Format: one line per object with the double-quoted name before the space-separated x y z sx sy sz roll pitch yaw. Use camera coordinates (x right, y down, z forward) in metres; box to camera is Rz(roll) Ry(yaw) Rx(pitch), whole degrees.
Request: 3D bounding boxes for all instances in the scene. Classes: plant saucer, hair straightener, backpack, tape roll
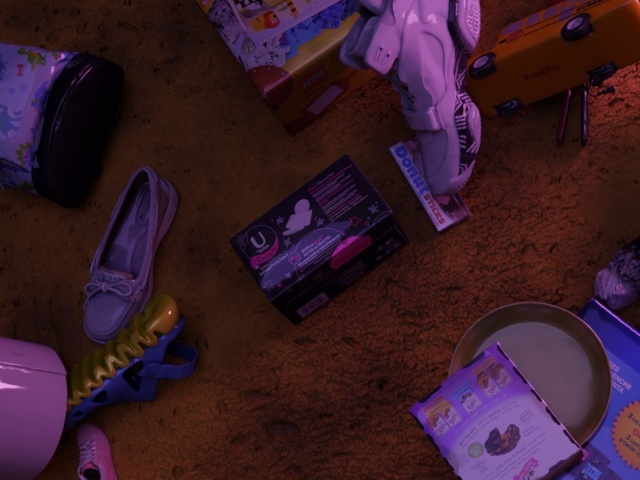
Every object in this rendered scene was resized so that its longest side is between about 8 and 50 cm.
"plant saucer" 0.311 0.212 1.661 0.241 0.037 0.241 -5 71 16
"hair straightener" 0.464 -0.266 1.916 0.089 0.047 0.230 7 72 15
"backpack" -0.588 -0.245 2.057 0.355 0.273 0.290 17 85 29
"tape roll" -0.562 0.279 1.870 0.246 0.169 0.246 -18 64 42

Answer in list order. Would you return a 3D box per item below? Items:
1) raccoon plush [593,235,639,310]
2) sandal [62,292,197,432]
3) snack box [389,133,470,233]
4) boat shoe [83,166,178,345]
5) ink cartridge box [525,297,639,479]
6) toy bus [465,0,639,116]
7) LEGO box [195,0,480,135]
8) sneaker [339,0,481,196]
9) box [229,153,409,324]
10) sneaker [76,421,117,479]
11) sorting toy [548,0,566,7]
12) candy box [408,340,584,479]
"raccoon plush" 0.556 -0.140 1.779 0.446 0.216 0.299 -33 62 2
"sandal" -0.333 0.236 1.914 0.317 0.138 0.126 -37 26 13
"snack box" 0.189 -0.101 1.937 0.064 0.022 0.178 -30 70 2
"boat shoe" -0.347 0.027 1.980 0.118 0.103 0.320 18 80 18
"ink cartridge box" 0.436 0.281 1.709 0.270 0.151 0.395 38 84 20
"toy bus" 0.396 -0.320 1.850 0.332 0.108 0.130 -18 35 38
"LEGO box" 0.030 -0.495 1.994 0.500 0.193 0.372 -36 70 1
"sneaker" 0.144 -0.251 1.831 0.210 0.137 0.366 -4 102 -19
"box" 0.000 0.000 1.878 0.247 0.163 0.142 -35 66 1
"sneaker" -0.391 0.370 1.912 0.051 0.070 0.134 -27 69 6
"sorting toy" 0.417 -0.528 1.980 0.126 0.127 0.366 -22 64 -23
"candy box" 0.251 0.275 1.599 0.165 0.070 0.196 -37 65 2
